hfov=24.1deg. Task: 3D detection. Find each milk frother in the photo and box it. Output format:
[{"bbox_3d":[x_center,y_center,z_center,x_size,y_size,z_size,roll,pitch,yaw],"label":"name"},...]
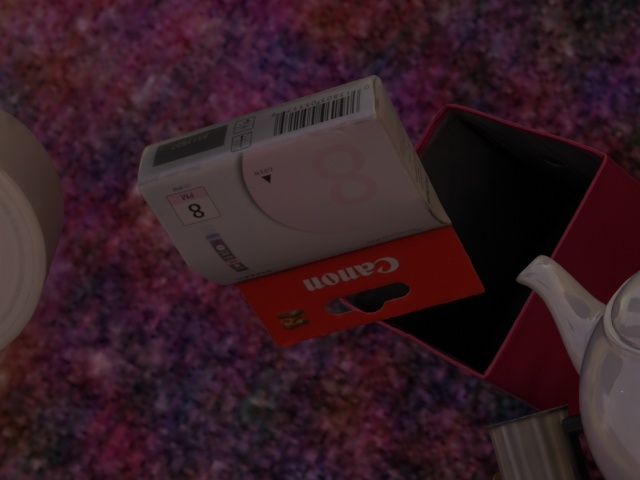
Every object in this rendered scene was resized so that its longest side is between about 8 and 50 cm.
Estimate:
[{"bbox_3d":[0.240,0.228,1.450,0.129,0.143,0.135,-15,82,7],"label":"milk frother"}]

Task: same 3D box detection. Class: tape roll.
[{"bbox_3d":[-0.384,-0.009,1.484,0.246,0.246,0.169,-49,15,13],"label":"tape roll"}]

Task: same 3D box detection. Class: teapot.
[{"bbox_3d":[0.308,0.086,1.142,0.256,0.187,0.252,-20,26,4],"label":"teapot"}]

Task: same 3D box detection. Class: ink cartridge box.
[{"bbox_3d":[0.000,0.000,1.115,0.189,0.232,0.066,-16,36,18],"label":"ink cartridge box"}]

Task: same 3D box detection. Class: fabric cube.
[{"bbox_3d":[0.230,0.039,1.613,0.259,0.258,0.254,27,88,50],"label":"fabric cube"}]

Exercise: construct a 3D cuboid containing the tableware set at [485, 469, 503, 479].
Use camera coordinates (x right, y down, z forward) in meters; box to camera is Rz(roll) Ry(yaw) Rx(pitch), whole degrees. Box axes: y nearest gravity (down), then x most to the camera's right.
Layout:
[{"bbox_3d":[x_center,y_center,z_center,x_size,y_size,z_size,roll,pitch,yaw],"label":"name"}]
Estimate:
[{"bbox_3d":[0.253,0.286,1.508,0.194,0.128,0.039,32,119,18],"label":"tableware set"}]
